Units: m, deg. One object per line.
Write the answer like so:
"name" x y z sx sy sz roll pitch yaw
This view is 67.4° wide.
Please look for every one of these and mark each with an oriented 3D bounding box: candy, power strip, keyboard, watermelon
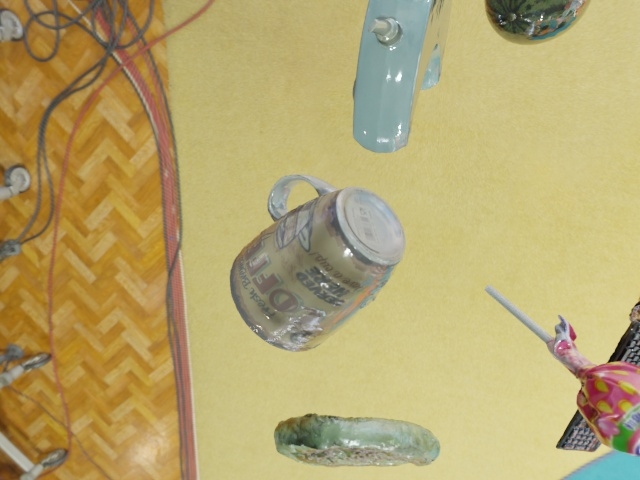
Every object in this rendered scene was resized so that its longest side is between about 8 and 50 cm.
"candy" 0.370 0.170 0.735 0.124 0.365 0.124 -8 119 -16
"power strip" 0.067 -0.155 0.369 0.044 0.216 0.137 13 124 15
"keyboard" 0.451 0.231 0.736 0.087 0.017 0.250 12 111 -15
"watermelon" 0.222 -0.256 0.506 0.105 0.133 0.105 39 155 22

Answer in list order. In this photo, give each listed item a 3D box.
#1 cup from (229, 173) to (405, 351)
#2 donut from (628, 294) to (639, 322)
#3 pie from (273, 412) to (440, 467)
"cup" 0.000 0.000 0.812 0.257 0.227 0.301 -40 57 38
"donut" 0.579 0.099 0.722 0.174 0.074 0.190 25 151 11
"pie" 0.050 0.287 0.679 0.240 0.054 0.240 2 150 1
